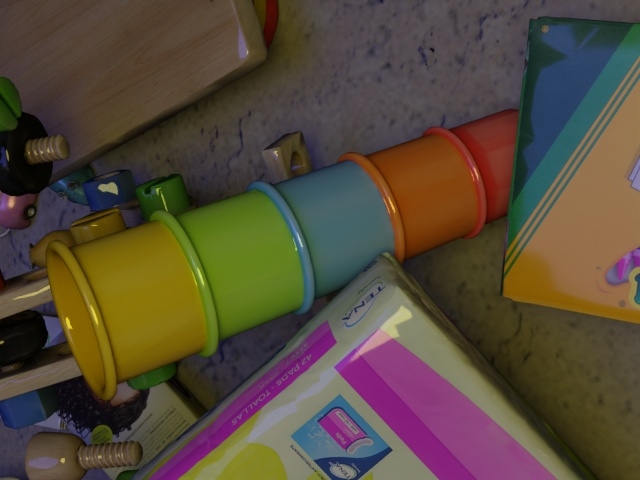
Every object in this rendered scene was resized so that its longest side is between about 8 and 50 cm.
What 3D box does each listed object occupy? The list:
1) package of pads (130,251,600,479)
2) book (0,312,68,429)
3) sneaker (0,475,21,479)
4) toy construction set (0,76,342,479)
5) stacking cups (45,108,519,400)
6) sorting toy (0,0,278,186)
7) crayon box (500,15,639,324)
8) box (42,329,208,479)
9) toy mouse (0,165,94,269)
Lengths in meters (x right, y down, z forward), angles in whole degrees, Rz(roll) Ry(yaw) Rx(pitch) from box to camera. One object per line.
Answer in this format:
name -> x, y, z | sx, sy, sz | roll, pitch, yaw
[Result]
package of pads -> 0.052, 0.191, 0.739 | 0.229, 0.101, 0.296 | -42, 101, 8
book -> -0.264, 0.110, 1.129 | 0.144, 0.035, 0.096 | 3, 91, 37
sneaker -> -0.245, 0.358, 1.068 | 0.236, 0.130, 0.323 | -51, 60, 32
toy construction set -> -0.092, 0.055, 0.860 | 0.237, 0.257, 0.309 | -7, 81, 19
stacking cups -> 0.000, 0.000, 0.766 | 0.096, 0.316, 0.096 | 45, 145, 45
sorting toy -> -0.156, -0.202, 0.988 | 0.257, 0.089, 0.255 | -24, 80, 35
crayon box -> 0.247, -0.028, 0.693 | 0.278, 0.081, 0.165 | 10, 100, 29
box -> -0.130, 0.155, 0.998 | 0.232, 0.058, 0.087 | 42, 89, 25
toy mouse -> -0.244, -0.040, 1.099 | 0.161, 0.031, 0.143 | -3, 92, 36
